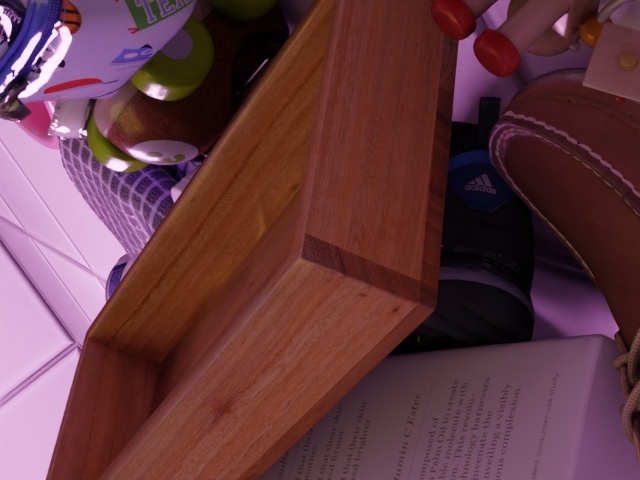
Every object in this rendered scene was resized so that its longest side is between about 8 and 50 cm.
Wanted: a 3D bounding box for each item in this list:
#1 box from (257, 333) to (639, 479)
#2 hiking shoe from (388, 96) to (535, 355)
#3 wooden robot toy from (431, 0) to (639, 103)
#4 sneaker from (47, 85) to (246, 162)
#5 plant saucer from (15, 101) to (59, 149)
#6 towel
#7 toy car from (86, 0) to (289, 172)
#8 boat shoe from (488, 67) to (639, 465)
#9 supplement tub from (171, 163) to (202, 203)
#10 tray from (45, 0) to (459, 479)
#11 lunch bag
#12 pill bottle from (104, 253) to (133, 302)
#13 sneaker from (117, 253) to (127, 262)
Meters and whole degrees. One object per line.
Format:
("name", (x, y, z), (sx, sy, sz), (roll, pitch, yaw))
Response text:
("box", (0.067, 0.191, 0.801), (0.168, 0.215, 0.345), (27, 158, -31))
("hiking shoe", (0.071, 0.025, 0.878), (0.113, 0.132, 0.304), (14, 163, -9))
("wooden robot toy", (0.086, -0.105, 0.626), (0.173, 0.076, 0.079), (45, 174, 21))
("sneaker", (-0.130, -0.111, 1.131), (0.146, 0.102, 0.293), (13, -170, -8))
("plant saucer", (-0.331, -0.245, 1.424), (0.332, 0.084, 0.332), (45, 163, 18))
("towel", (-0.115, 0.008, 1.319), (0.235, 0.121, 0.283), (38, 160, 40))
("toy car", (-0.037, -0.074, 0.921), (0.188, 0.149, 0.155), (41, 154, -3))
("boat shoe", (0.182, 0.051, 0.602), (0.324, 0.116, 0.123), (44, 163, 24))
("supplement tub", (-0.048, -0.043, 1.047), (0.071, 0.107, 0.071), (46, 163, 18))
("tray", (-0.057, 0.048, 0.810), (0.076, 0.203, 0.411), (22, 140, -16))
("lunch bag", (-0.166, -0.217, 0.775), (0.243, 0.115, 0.303), (-22, 80, 63))
("pill bottle", (-0.177, 0.057, 1.608), (0.112, 0.112, 0.187), (53, 165, -7))
("sneaker", (-0.221, 0.065, 1.823), (0.106, 0.078, 0.234), (53, 160, 5))
